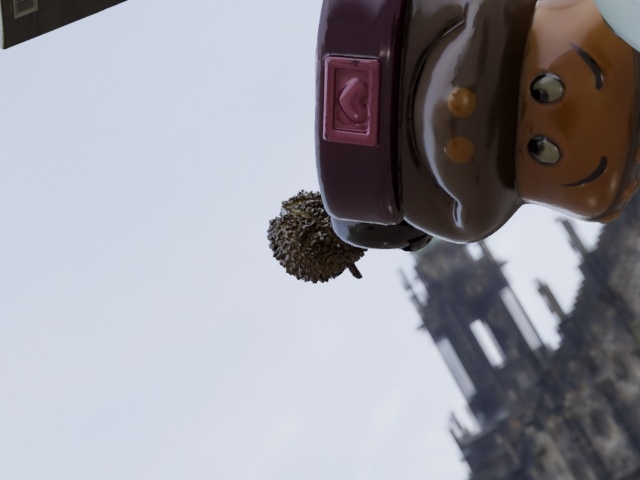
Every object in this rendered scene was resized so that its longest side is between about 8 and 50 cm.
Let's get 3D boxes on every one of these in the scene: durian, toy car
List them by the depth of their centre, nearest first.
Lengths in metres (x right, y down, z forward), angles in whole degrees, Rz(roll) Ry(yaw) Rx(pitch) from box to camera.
[{"bbox_3d":[0.134,-0.129,1.200,0.340,0.240,0.271,-48,-38,-65],"label":"toy car"},{"bbox_3d":[0.000,0.000,1.332,0.080,0.091,0.080,-41,-7,-7],"label":"durian"}]

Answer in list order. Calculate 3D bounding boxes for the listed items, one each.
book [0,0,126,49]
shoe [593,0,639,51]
[{"bbox_3d":[-0.235,-0.295,1.612,0.228,0.024,0.160,-31,-47,-41],"label":"book"},{"bbox_3d":[0.229,-0.102,0.744,0.132,0.363,0.160,-41,-54,-5],"label":"shoe"}]
